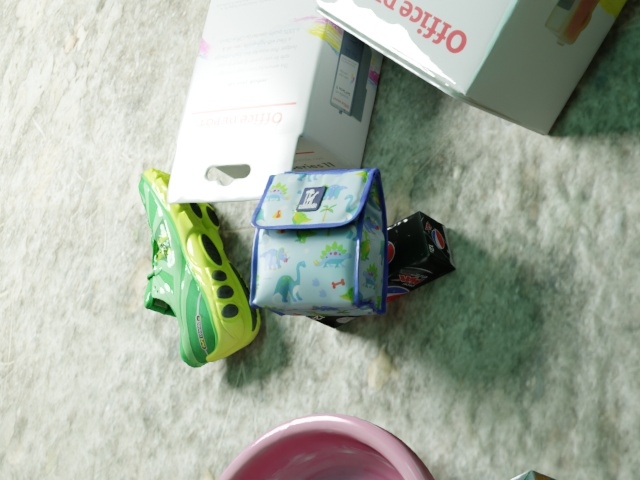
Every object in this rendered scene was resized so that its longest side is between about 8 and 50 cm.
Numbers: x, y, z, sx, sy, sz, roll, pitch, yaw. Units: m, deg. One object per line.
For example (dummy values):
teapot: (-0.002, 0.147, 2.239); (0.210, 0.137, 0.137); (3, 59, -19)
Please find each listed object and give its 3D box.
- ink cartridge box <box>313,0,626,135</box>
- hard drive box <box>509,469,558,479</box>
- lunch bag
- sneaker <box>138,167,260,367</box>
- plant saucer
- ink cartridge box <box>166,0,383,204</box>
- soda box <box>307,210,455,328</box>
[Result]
ink cartridge box: (0.200, -0.344, 1.286); (0.279, 0.160, 0.385); (41, 107, 44)
hard drive box: (0.215, 0.297, 0.965); (0.089, 0.232, 0.181); (-34, 53, 23)
lunch bag: (0.000, 0.000, 1.286); (0.128, 0.096, 0.151); (-1, 77, 25)
sneaker: (-0.176, 0.026, 1.503); (0.123, 0.109, 0.296); (-39, 51, 16)
plant saucer: (0.005, 0.342, 1.226); (0.332, 0.084, 0.332); (-18, 61, 35)
ink cartridge box: (-0.044, -0.192, 1.480); (0.207, 0.119, 0.354); (0, 71, 39)
soda box: (0.059, 0.034, 1.338); (0.169, 0.053, 0.060); (-28, 56, 29)
